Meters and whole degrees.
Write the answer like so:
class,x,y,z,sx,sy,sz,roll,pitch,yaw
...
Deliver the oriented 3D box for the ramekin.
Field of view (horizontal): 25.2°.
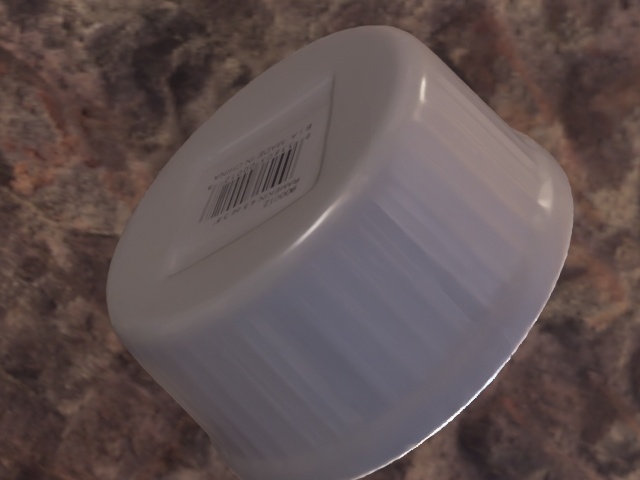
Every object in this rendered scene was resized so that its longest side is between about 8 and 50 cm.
class,x,y,z,sx,sy,sz,roll,pitch,yaw
ramekin,0.000,0.000,0.862,0.135,0.277,0.277,46,-107,-26
